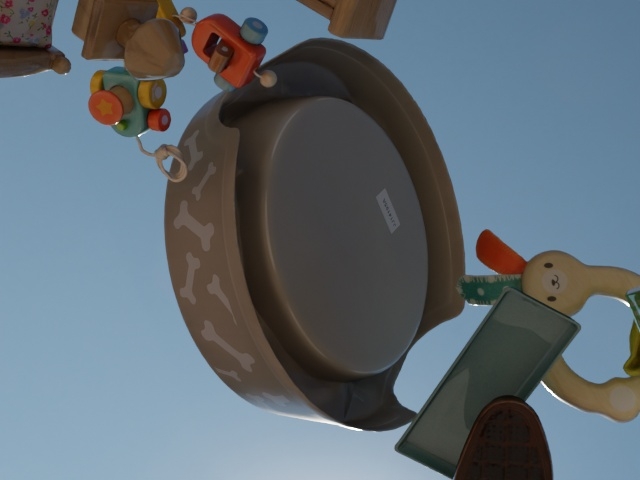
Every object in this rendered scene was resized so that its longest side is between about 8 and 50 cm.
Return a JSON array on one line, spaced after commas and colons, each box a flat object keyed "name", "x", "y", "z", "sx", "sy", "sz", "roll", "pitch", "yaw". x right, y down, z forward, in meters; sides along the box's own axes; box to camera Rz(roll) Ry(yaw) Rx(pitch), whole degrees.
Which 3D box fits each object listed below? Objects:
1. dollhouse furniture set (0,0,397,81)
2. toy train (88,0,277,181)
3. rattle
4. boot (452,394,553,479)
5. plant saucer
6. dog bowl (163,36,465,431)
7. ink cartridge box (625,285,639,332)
[{"name": "dollhouse furniture set", "x": -0.112, "y": -0.213, "z": 0.633, "sx": 0.174, "sy": 0.356, "sz": 0.303, "roll": 36, "pitch": -61, "yaw": 34}, {"name": "toy train", "x": -0.113, "y": -0.115, "z": 0.877, "sx": 0.125, "sy": 0.046, "sz": 0.166, "roll": 44, "pitch": -52, "yaw": 5}, {"name": "rattle", "x": 0.202, "y": 0.053, "z": 0.960, "sx": 0.200, "sy": 0.143, "sz": 0.130, "roll": 45, "pitch": -80, "yaw": 10}, {"name": "boot", "x": 0.151, "y": 0.193, "z": 0.993, "sx": 0.082, "sy": 0.106, "sz": 0.219, "roll": 1, "pitch": -58, "yaw": 7}, {"name": "plant saucer", "x": 0.131, "y": 0.116, "z": 0.956, "sx": 0.067, "sy": 0.018, "sz": 0.192, "roll": 27, "pitch": -57, "yaw": -3}, {"name": "dog bowl", "x": 0.000, "y": 0.000, "z": 1.067, "sx": 0.102, "sy": 0.349, "sz": 0.348, "roll": -10, "pitch": -79, "yaw": 35}, {"name": "ink cartridge box", "x": 0.332, "y": 0.108, "z": 0.819, "sx": 0.092, "sy": 0.160, "sz": 0.219, "roll": 126, "pitch": -56, "yaw": -79}]
